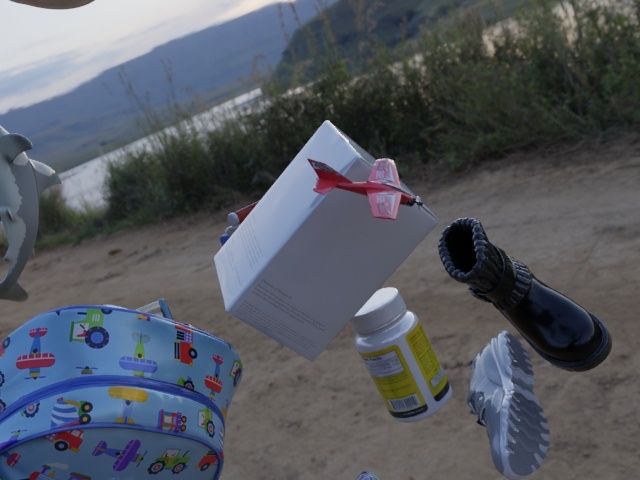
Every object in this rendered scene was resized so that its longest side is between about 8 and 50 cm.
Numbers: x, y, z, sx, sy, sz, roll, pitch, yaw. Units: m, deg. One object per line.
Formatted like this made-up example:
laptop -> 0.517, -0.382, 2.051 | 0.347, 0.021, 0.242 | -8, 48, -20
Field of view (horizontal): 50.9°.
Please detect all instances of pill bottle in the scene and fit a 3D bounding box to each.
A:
pill bottle -> 0.132, 0.194, 1.154 | 0.119, 0.209, 0.119 | -25, 11, 5

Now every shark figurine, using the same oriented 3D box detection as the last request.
shark figurine -> -0.394, -0.047, 0.893 | 0.166, 0.278, 0.116 | -3, 9, 24

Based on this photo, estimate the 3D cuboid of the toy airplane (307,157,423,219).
toy airplane -> 0.052, -0.063, 0.808 | 0.151, 0.028, 0.151 | 15, 33, -10

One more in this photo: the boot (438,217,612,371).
boot -> 0.398, 0.107, 1.356 | 0.131, 0.260, 0.348 | -49, 34, 1

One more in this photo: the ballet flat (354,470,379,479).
ballet flat -> 0.068, 0.271, 0.656 | 0.041, 0.041, 0.114 | -31, 36, -27

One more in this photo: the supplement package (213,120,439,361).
supplement package -> 0.000, 0.000, 1.028 | 0.293, 0.175, 0.177 | -49, 28, 12

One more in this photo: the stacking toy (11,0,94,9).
stacking toy -> -0.471, -0.688, 1.167 | 0.350, 0.350, 0.480 | -8, 60, 43

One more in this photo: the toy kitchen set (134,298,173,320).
toy kitchen set -> -0.193, 0.183, 0.803 | 0.122, 0.166, 0.207 | -13, -20, -39

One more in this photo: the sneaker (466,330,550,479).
sneaker -> 0.303, 0.286, 1.128 | 0.115, 0.105, 0.281 | -41, 18, 31

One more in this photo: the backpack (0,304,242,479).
backpack -> -0.125, 0.120, 0.371 | 0.173, 0.158, 0.117 | -42, 42, 24

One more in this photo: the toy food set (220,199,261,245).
toy food set -> -0.102, -0.014, 1.204 | 0.104, 0.111, 0.232 | -28, 8, -39
